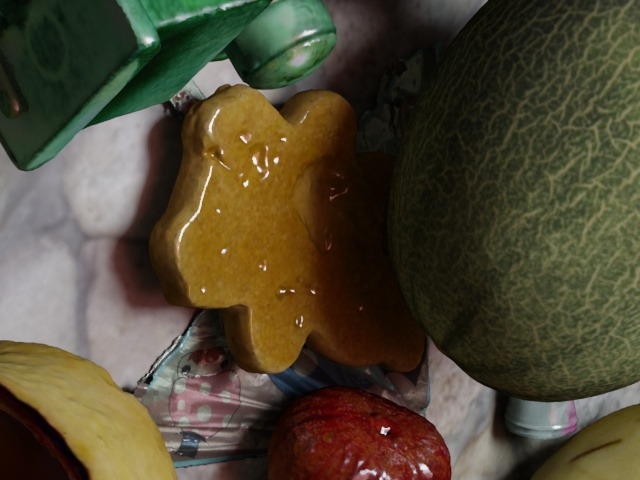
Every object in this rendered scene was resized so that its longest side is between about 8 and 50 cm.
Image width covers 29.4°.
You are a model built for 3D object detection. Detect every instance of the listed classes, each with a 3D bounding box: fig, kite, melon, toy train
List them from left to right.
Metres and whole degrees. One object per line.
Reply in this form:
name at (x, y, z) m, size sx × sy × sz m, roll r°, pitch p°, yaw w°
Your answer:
toy train at (-0.099, -0.183, 0.584) m, size 0.202 × 0.145 × 0.266 m, roll -26°, pitch 86°, yaw -42°
kite at (-0.010, 0.020, 0.810) m, size 0.406 × 0.014 × 0.368 m, roll -52°, pitch 126°, yaw -24°
fig at (0.009, 0.168, 0.774) m, size 0.119 × 0.119 × 0.153 m, roll 33°, pitch 86°, yaw -39°
melon at (0.171, -0.046, 0.748) m, size 0.237 × 0.237 × 0.302 m, roll 37°, pitch 91°, yaw -38°

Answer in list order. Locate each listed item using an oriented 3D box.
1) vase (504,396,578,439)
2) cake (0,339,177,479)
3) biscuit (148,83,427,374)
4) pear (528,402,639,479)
vase at (0.172, 0.044, 0.934) m, size 0.086 × 0.086 × 0.214 m, roll -12°, pitch 108°, yaw -40°
cake at (-0.155, 0.136, 0.600) m, size 0.178 × 0.185 × 0.208 m, roll -37°, pitch 123°, yaw -74°
biscuit at (-0.002, 0.000, 0.782) m, size 0.249 × 0.035 × 0.184 m, roll 20°, pitch 80°, yaw -42°
pear at (0.283, 0.264, 0.919) m, size 0.309 × 0.309 × 0.309 m, roll -6°, pitch 100°, yaw -41°
